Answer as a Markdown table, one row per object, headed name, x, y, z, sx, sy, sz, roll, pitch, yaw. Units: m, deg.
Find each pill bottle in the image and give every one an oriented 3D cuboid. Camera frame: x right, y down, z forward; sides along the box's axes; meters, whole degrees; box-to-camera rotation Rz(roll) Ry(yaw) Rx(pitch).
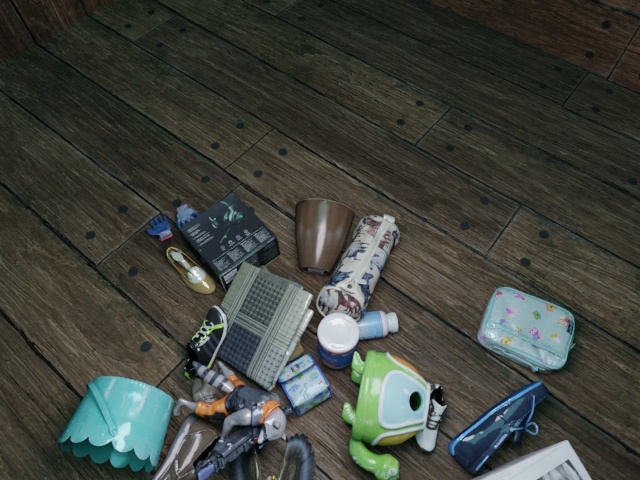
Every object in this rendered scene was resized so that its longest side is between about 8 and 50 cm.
| name | x | y | z | sx | sy | sz | roll | pitch | yaw |
| --- | --- | --- | --- | --- | --- | --- | --- | --- | --- |
| pill bottle | 0.168 | 0.277 | 1.556 | 0.160 | 0.087 | 0.087 | -6 | 58 | -4 |
| pill bottle | 0.052 | 0.318 | 1.452 | 0.125 | 0.221 | 0.124 | 0 | 58 | 0 |

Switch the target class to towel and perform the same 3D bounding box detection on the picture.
| name | x | y | z | sx | sy | sz | roll | pitch | yaw |
| --- | --- | --- | --- | --- | --- | --- | --- | --- | --- |
| towel | -0.195 | 0.256 | 1.504 | 0.312 | 0.056 | 0.324 | 23 | 84 | 32 |

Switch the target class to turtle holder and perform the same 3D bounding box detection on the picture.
| name | x | y | z | sx | sy | sz | roll | pitch | yaw |
| --- | --- | --- | --- | --- | --- | --- | --- | --- | --- |
| turtle holder | 0.181 | 0.475 | 1.335 | 0.228 | 0.243 | 0.320 | 10 | 45 | 8 |

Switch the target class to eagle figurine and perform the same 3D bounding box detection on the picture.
| name | x | y | z | sx | sy | sz | roll | pitch | yaw |
| --- | --- | --- | --- | --- | --- | --- | --- | --- | --- |
| eagle figurine | -0.142 | 0.677 | 1.278 | 0.226 | 0.225 | 0.298 | 42 | 21 | -17 |

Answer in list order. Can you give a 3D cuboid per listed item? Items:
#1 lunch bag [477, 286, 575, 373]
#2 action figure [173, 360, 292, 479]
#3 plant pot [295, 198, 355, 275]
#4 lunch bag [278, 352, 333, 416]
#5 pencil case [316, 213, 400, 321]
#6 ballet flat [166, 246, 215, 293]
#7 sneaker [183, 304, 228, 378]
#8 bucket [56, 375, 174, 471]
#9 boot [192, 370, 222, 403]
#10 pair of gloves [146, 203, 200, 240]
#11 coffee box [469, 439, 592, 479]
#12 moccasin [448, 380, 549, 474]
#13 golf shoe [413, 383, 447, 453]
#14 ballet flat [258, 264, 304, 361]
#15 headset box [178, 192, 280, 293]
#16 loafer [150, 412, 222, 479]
| name | x | y | z | sx | sy | sz | roll | pitch | yaw |
| --- | --- | --- | --- | --- | --- | --- | --- | --- | --- |
| lunch bag | 0.664 | 0.292 | 1.531 | 0.279 | 0.107 | 0.224 | 23 | 61 | 14 |
| action figure | -0.244 | 0.468 | 1.288 | 0.331 | 0.178 | 0.341 | 13 | 21 | 27 |
| plant pot | 0.000 | 0.000 | 1.680 | 0.216 | 0.215 | 0.230 | 8 | 73 | 5 |
| lunch bag | -0.055 | 0.433 | 1.462 | 0.129 | 0.096 | 0.151 | -27 | 47 | -13 |
| pencil case | 0.138 | 0.082 | 1.580 | 0.160 | 0.183 | 0.410 | 37 | 48 | -5 |
| ballet flat | -0.466 | 0.104 | 1.675 | 0.232 | 0.073 | 0.080 | 35 | 65 | 20 |
| sneaker | -0.361 | 0.316 | 1.475 | 0.084 | 0.097 | 0.234 | 14 | 88 | 35 |
| bucket | -0.553 | 0.508 | 1.317 | 0.282 | 0.281 | 0.183 | 8 | 52 | 5 |
| boot | -0.342 | 0.460 | 1.477 | 0.119 | 0.042 | 0.086 | -24 | 67 | -13 |
| pair of gloves | -0.553 | -0.066 | 1.787 | 0.198 | 0.023 | 0.159 | -30 | 42 | -14 |
| coffee box | 0.476 | 0.728 | 1.126 | 0.339 | 0.337 | 0.334 | -19 | 60 | -11 |
| moccasin | 0.532 | 0.543 | 1.382 | 0.342 | 0.137 | 0.116 | -35 | 68 | -4 |
| golf shoe | 0.323 | 0.516 | 1.396 | 0.077 | 0.094 | 0.198 | 17 | 59 | -13 |
| ballet flat | -0.127 | 0.237 | 1.581 | 0.124 | 0.116 | 0.342 | -2 | 56 | -25 |
| headset box | -0.330 | -0.001 | 1.706 | 0.246 | 0.131 | 0.283 | -37 | 65 | -20 |
| loafer | -0.381 | 0.659 | 1.293 | 0.130 | 0.133 | 0.365 | 17 | 60 | 11 |
